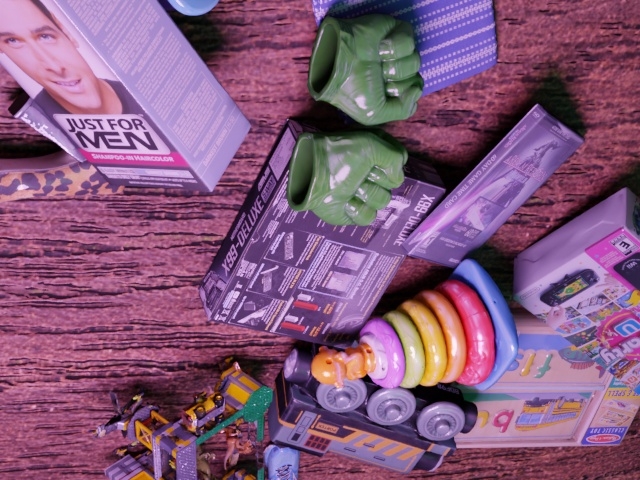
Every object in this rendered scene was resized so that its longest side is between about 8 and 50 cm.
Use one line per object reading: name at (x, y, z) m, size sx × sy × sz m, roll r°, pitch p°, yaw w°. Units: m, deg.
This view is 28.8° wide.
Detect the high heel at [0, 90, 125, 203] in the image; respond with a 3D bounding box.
high heel at (-0.380, -0.043, 1.582) m, size 0.261 × 0.093 × 0.186 m, roll -45°, pitch 125°, yaw 7°

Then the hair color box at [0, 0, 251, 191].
hair color box at (-0.260, -0.217, 1.422) m, size 0.374 × 0.185 × 0.114 m, roll 53°, pitch 55°, yaw -39°

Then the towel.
towel at (0.100, -0.325, 1.600) m, size 0.243 × 0.040 × 0.336 m, roll -22°, pitch 131°, yaw -8°

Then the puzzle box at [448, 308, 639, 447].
puzzle box at (0.380, 0.238, 2.113) m, size 0.408 × 0.052 × 0.272 m, roll 2°, pitch 125°, yaw -23°

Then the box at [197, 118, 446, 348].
box at (0.000, 0.000, 1.772) m, size 0.242 × 0.076 × 0.307 m, roll 14°, pitch 119°, yaw -29°

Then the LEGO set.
LEGO set at (-0.213, 0.317, 1.901) m, size 0.255 × 0.192 × 0.331 m, roll -36°, pitch 140°, yaw -32°

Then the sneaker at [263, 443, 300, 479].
sneaker at (-0.056, 0.394, 2.048) m, size 0.063 × 0.073 × 0.162 m, roll -10°, pitch 128°, yaw -14°

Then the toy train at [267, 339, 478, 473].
toy train at (0.076, 0.264, 1.951) m, size 0.333 × 0.142 × 0.190 m, roll 19°, pitch 122°, yaw -21°

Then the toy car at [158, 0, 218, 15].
toy car at (-0.157, -0.326, 1.404) m, size 0.159 × 0.182 × 0.136 m, roll 10°, pitch 127°, yaw -44°

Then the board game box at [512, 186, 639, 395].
board game box at (0.481, 0.086, 1.923) m, size 0.303 × 0.098 × 0.224 m, roll 36°, pitch 130°, yaw -23°

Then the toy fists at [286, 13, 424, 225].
toy fists at (0.055, -0.150, 1.595) m, size 0.142 × 0.096 × 0.279 m, roll 3°, pitch 107°, yaw -29°

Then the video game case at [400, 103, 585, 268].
video game case at (0.251, -0.070, 1.790) m, size 0.274 × 0.026 × 0.196 m, roll -46°, pitch 156°, yaw 15°

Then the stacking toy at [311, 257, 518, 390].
stacking toy at (0.121, 0.158, 1.826) m, size 0.301 × 0.175 × 0.166 m, roll -14°, pitch 155°, yaw -25°
